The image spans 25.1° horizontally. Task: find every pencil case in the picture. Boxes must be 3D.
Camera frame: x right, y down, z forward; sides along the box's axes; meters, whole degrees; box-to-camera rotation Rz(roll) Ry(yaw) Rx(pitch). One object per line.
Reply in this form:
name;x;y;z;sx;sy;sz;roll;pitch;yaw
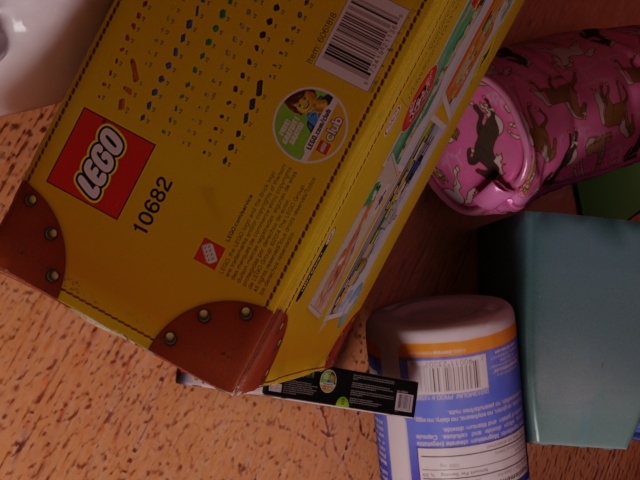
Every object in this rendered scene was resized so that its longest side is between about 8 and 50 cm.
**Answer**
pencil case;0.265;-0.137;1.574;0.386;0.167;0.160;-17;127;-44

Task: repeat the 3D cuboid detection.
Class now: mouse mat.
mouse mat;0.368;-0.092;1.793;0.189;0.007;0.153;-31;114;-43

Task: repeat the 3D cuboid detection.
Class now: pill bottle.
pill bottle;0.133;0.201;1.453;0.152;0.152;0.272;-17;104;-45

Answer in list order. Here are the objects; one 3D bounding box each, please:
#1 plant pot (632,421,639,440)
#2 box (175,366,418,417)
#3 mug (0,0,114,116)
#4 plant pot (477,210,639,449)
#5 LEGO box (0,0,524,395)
plant pot;0.400;0.125;1.683;0.212;0.236;0.236;30;71;-50
box;-0.018;0.130;1.318;0.207;0.114;0.036;15;81;-46
mug;-0.237;-0.240;0.910;0.374;0.276;0.328;-94;174;-64
plant pot;0.261;0.100;1.523;0.165;0.166;0.234;6;83;-12
LEGO box;0.010;-0.155;1.049;0.500;0.193;0.372;-62;171;2
